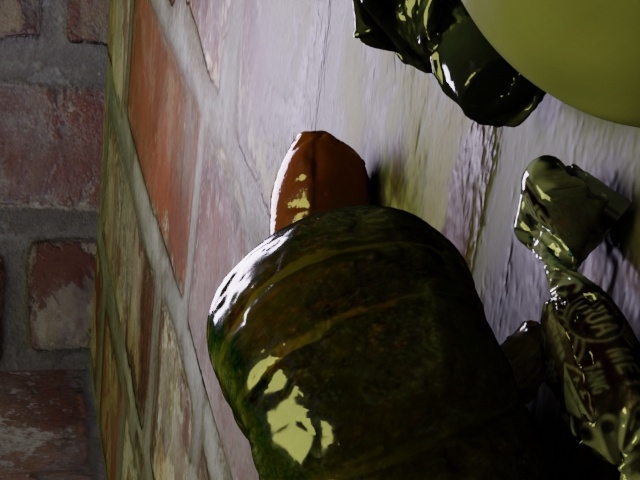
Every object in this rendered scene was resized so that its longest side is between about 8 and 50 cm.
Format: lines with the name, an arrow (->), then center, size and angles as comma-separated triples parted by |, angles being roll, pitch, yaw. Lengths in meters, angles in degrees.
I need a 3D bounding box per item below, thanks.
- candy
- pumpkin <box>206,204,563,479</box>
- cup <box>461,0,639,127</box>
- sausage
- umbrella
candy -> 0.134, 0.056, 0.641 | 0.094, 0.051, 0.226 | 95, 170, -58
pumpkin -> 0.049, 0.096, 0.719 | 0.260, 0.189, 0.260 | 159, 90, -82
cup -> 0.155, -0.175, 0.400 | 0.255, 0.173, 0.202 | -64, 7, -18
sausage -> 0.000, 0.000, 1.058 | 0.089, 0.089, 0.179 | 147, 127, -72
umbrella -> 0.034, -0.195, 0.826 | 0.128, 0.154, 0.336 | 47, -154, -48
